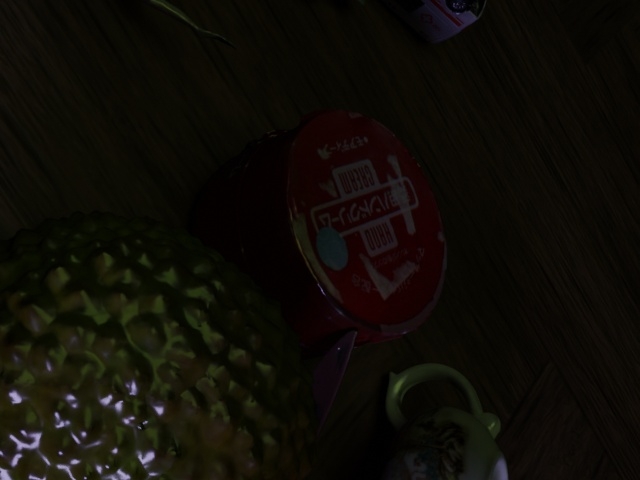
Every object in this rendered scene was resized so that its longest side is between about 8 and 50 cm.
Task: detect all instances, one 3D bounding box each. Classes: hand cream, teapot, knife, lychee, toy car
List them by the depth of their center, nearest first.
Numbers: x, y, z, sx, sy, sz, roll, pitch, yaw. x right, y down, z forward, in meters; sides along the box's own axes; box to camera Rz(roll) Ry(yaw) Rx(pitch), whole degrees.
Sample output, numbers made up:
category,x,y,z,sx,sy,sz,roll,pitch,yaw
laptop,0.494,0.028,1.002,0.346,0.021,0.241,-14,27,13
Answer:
category,x,y,z,sx,sy,sz,roll,pitch,yaw
lychee,-0.132,0.125,0.620,0.320,0.270,0.270,71,19,-67
knife,-0.027,0.186,0.779,0.247,0.035,0.018,-65,153,0
hand cream,0.000,0.000,0.872,0.230,0.149,0.230,21,58,-38
teapot,0.108,0.257,0.889,0.204,0.139,0.298,66,33,-43
toy car,0.114,-0.349,1.150,0.210,0.108,0.089,36,55,-24

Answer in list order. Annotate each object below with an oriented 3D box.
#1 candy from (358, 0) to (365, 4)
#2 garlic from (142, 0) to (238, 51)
category,x,y,z,sx,sy,sz,roll,pitch,yaw
candy,-0.050,-0.341,1.018,0.292,0.059,0.086,15,66,-39
garlic,-0.147,-0.399,0.868,0.246,0.231,0.340,17,103,-38
